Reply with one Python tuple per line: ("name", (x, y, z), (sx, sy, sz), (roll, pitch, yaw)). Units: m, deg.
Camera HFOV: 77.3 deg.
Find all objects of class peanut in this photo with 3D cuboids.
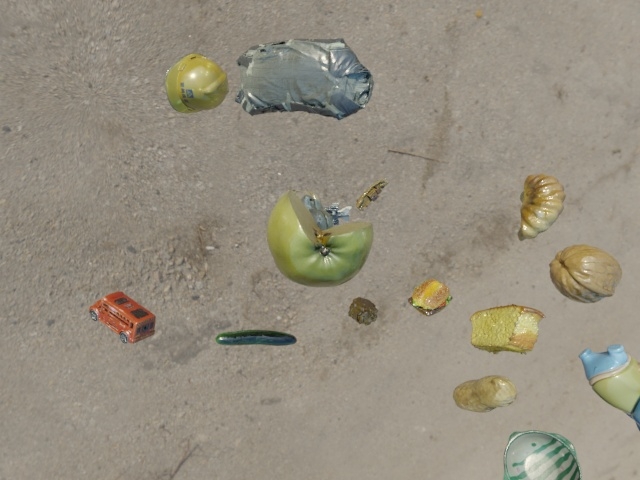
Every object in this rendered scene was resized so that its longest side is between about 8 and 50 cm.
("peanut", (0.443, 0.412, 1.080), (0.099, 0.099, 0.214), (-13, 152, -26))

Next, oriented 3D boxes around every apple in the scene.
("apple", (-0.012, 0.016, 1.118), (0.295, 0.258, 0.233), (18, 107, -9))

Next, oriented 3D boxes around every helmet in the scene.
("helmet", (-0.414, -0.559, 1.445), (0.257, 0.140, 0.205), (-51, 148, -46))

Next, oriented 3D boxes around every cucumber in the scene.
("cucumber", (-0.214, 0.333, 1.365), (0.284, 0.056, 0.056), (5, 105, -18))

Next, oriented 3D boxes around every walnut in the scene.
("walnut", (0.888, 0.114, 1.340), (0.213, 0.213, 0.213), (-10, 113, -26))

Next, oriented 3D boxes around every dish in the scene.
("dish", (0.649, 0.673, 1.151), (0.224, 0.246, 0.078), (-38, 137, 0))

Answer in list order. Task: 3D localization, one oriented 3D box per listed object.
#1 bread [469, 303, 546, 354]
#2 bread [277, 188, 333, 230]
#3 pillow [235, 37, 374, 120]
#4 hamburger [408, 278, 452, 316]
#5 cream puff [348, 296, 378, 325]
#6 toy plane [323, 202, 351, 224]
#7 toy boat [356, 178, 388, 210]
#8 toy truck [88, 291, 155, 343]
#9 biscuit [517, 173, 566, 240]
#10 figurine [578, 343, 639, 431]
("bread", (0.419, 0.204, 0.919), (0.065, 0.187, 0.103), (23, 71, -15))
("bread", (-0.044, -0.073, 1.471), (0.102, 0.337, 0.183), (-8, 147, -41))
("pillow", (-0.047, -0.350, 0.873), (0.092, 0.335, 0.161), (-33, 128, -60))
("hamburger", (0.413, 0.209, 1.513), (0.166, 0.137, 0.087), (-25, 131, -36))
("cream puff", (0.161, 0.274, 1.515), (0.122, 0.116, 0.094), (-21, 136, -53))
("toy plane", (0.036, -0.118, 1.871), (0.234, 0.082, 0.160), (-6, 143, -3))
("toy boat", (0.262, -0.234, 2.026), (0.206, 0.072, 0.064), (-46, 121, -3))
("toy truck", (-0.726, 0.270, 1.468), (0.107, 0.253, 0.114), (-21, 134, -60))
("biscuit", (0.519, -0.094, 0.959), (0.061, 0.118, 0.183), (30, 65, -18))
("figurine", (0.699, 0.317, 0.836), (0.180, 0.262, 0.154), (-50, 155, 24))
